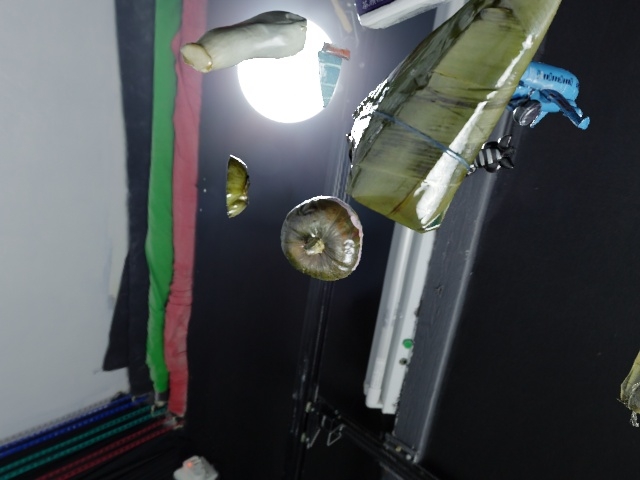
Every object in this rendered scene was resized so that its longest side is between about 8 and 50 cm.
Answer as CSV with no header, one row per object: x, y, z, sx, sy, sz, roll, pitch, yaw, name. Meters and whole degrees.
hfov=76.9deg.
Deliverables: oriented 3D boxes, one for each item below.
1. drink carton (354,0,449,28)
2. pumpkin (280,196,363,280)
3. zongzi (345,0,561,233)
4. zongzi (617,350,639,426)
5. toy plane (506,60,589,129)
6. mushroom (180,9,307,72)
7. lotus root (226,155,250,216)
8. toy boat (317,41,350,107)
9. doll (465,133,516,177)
0.113,-0.470,0.624,0.134,0.102,0.222,-4,-71,38,drink carton
-0.001,0.000,1.208,0.260,0.189,0.260,4,-75,17,pumpkin
0.131,-0.173,0.448,0.125,0.251,0.274,25,-67,-11,zongzi
0.605,0.254,0.663,0.189,0.081,0.178,-65,-166,2,zongzi
0.346,-0.249,0.658,0.105,0.271,0.254,-52,-128,31,toy plane
-0.155,-0.453,0.919,0.109,0.351,0.097,45,-33,21,mushroom
-0.276,-0.177,1.367,0.183,0.077,0.204,124,-32,-78,lotus root
0.017,-0.329,0.815,0.034,0.096,0.122,31,-64,33,toy boat
0.423,-0.219,1.081,0.219,0.067,0.091,-1,-82,55,doll
